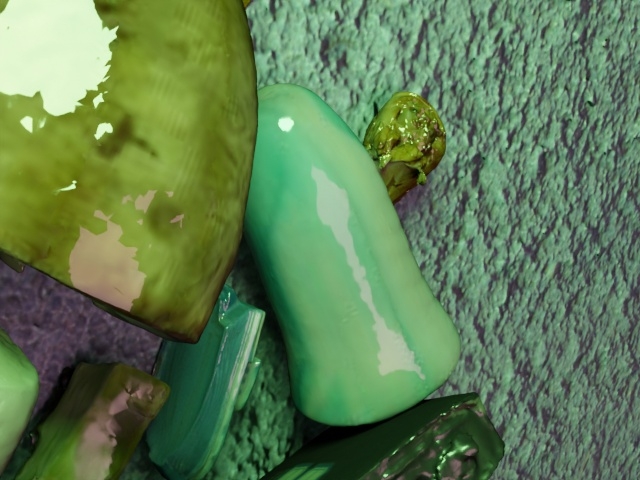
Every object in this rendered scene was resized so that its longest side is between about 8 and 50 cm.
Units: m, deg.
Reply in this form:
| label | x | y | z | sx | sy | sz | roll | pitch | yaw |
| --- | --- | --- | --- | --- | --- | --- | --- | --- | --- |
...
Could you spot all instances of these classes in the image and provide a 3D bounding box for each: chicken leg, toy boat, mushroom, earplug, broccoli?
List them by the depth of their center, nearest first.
| label | x | y | z | sx | sy | sz | roll | pitch | yaw |
| --- | --- | --- | --- | --- | --- | --- | --- | --- | --- |
| mushroom | -0.153 | -0.157 | 0.856 | 0.224 | 0.314 | 0.397 | 109 | 7 | -82 |
| broccoli | -0.236 | 0.294 | 1.054 | 0.252 | 0.221 | 0.361 | 47 | 71 | -5 |
| earplug | 0.000 | 0.000 | 1.131 | 0.185 | 0.185 | 0.324 | -37 | 119 | -25 |
| toy boat | -0.103 | 0.149 | 1.167 | 0.102 | 0.088 | 0.215 | 14 | 96 | -48 |
| chicken leg | 0.060 | -0.057 | 1.233 | 0.085 | 0.101 | 0.207 | 30 | 96 | -15 |

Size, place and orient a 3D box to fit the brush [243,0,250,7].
| label | x | y | z | sx | sy | sz | roll | pitch | yaw |
| --- | --- | --- | --- | --- | --- | --- | --- | --- | --- |
| brush | -0.078 | -0.217 | 1.096 | 0.043 | 0.014 | 0.170 | 15 | 98 | -46 |

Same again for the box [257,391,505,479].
| label | x | y | z | sx | sy | sz | roll | pitch | yaw |
| --- | --- | --- | --- | --- | --- | --- | --- | --- | --- |
| box | -0.020 | 0.277 | 1.138 | 0.359 | 0.350 | 0.091 | -32 | 91 | -27 |

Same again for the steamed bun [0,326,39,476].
| label | x | y | z | sx | sy | sz | roll | pitch | yaw |
| --- | --- | --- | --- | --- | --- | --- | --- | --- | --- |
| steamed bun | -0.400 | 0.079 | 0.782 | 0.383 | 0.236 | 0.247 | 29 | 95 | -38 |
